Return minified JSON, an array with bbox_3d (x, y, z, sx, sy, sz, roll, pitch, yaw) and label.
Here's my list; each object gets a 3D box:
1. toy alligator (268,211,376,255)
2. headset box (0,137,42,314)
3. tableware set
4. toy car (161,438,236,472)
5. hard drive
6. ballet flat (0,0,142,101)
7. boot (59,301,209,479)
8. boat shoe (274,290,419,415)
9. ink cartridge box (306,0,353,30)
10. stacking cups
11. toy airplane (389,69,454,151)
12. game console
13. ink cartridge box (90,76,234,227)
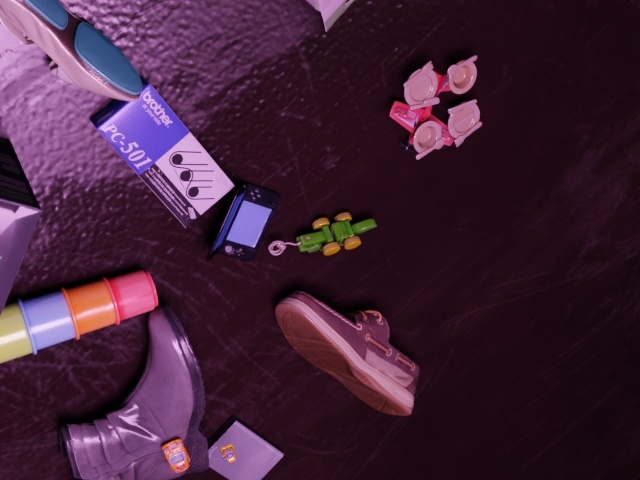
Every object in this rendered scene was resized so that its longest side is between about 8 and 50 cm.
[{"bbox_3d":[0.000,0.000,1.504,0.190,0.056,0.051,-15,160,-20],"label":"toy alligator"},{"bbox_3d":[-0.461,0.010,1.135,0.131,0.283,0.246,17,106,-32],"label":"headset box"},{"bbox_3d":[0.197,-0.214,1.479,0.141,0.020,0.168,-27,128,-19],"label":"tableware set"},{"bbox_3d":[-0.187,0.335,1.459,0.122,0.040,0.060,-8,130,-22],"label":"toy car"},{"bbox_3d":[-0.140,0.374,1.630,0.094,0.022,0.135,-46,125,0],"label":"hard drive"},{"bbox_3d":[-0.338,-0.259,1.197,0.086,0.086,0.248,-45,123,-1],"label":"ballet flat"},{"bbox_3d":[-0.297,0.269,1.442,0.223,0.118,0.338,-13,120,-19],"label":"boot"},{"bbox_3d":[0.059,0.171,1.592,0.342,0.123,0.123,42,62,-30],"label":"boat shoe"},{"bbox_3d":[0.040,-0.386,1.264,0.056,0.235,0.171,42,92,0],"label":"ink cartridge box"},{"bbox_3d":[-0.391,0.122,1.340,0.316,0.096,0.096,-14,119,-21],"label":"stacking cups"},{"bbox_3d":[0.171,-0.212,1.496,0.151,0.028,0.151,-15,123,-26],"label":"toy airplane"},{"bbox_3d":[-0.117,-0.020,1.420,0.107,0.071,0.122,18,105,-32],"label":"game console"},{"bbox_3d":[-0.223,-0.123,1.332,0.097,0.046,0.207,-42,125,-4],"label":"ink cartridge box"}]
